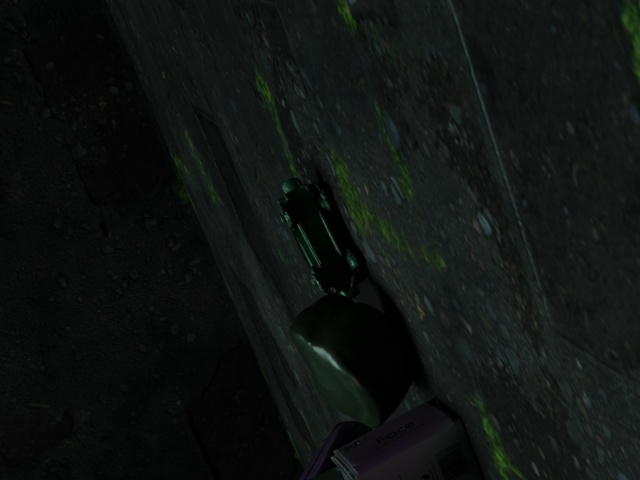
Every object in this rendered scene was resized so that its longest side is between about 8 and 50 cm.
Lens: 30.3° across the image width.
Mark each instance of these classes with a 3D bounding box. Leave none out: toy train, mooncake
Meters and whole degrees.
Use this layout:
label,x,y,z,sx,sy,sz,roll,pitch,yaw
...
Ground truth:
label,x,y,z,sx,sy,sz,roll,pitch,yaw
toy train,0.000,0.000,1.517,0.172,0.070,0.099,63,177,5
mooncake,0.037,0.148,1.478,0.168,0.104,0.175,38,157,3

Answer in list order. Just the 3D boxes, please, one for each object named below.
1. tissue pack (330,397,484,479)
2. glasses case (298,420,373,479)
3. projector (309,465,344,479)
label,x,y,z,sx,sy,sz,roll,pitch,yaw
tissue pack,0.129,0.336,1.420,0.246,0.148,0.092,68,167,-17
glasses case,0.008,0.426,1.839,0.123,0.316,0.076,41,150,-17
projector,0.085,0.400,1.705,0.163,0.177,0.242,67,170,-8
